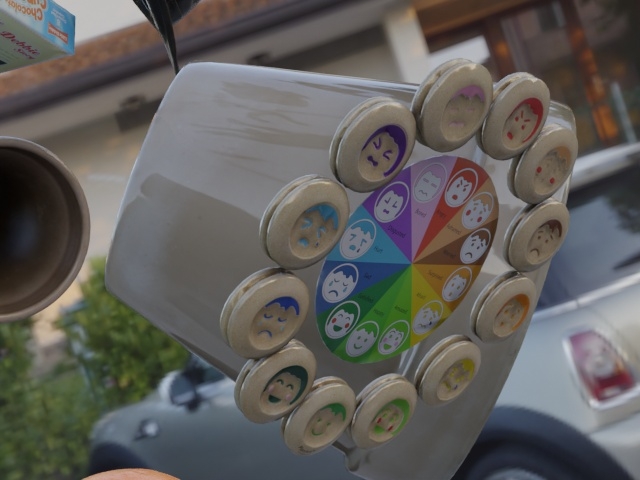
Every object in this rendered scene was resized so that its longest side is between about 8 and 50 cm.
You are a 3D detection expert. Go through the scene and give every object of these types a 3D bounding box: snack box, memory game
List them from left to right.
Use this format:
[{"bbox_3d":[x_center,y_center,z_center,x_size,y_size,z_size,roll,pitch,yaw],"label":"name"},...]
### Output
[{"bbox_3d":[-0.444,-0.272,1.247,0.187,0.060,0.322,-9,-18,22],"label":"snack box"},{"bbox_3d":[0.040,0.013,0.458,0.186,0.186,0.012,-19,40,-32],"label":"memory game"}]

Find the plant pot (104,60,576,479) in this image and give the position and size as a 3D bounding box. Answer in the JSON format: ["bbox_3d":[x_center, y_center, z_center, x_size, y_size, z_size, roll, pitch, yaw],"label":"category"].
[{"bbox_3d":[0.000,0.000,0.855,0.280,0.323,0.323,20,0,0],"label":"plant pot"}]

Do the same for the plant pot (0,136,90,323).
[{"bbox_3d":[-0.500,-0.024,1.637,0.263,0.263,0.229,-19,17,-31],"label":"plant pot"}]

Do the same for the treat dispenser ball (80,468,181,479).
[{"bbox_3d":[-0.228,0.417,1.321,0.288,0.288,0.288,-19,1,0],"label":"treat dispenser ball"}]

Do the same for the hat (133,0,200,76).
[{"bbox_3d":[-0.202,-0.388,1.478,0.134,0.331,0.331,-27,2,-7],"label":"hat"}]
